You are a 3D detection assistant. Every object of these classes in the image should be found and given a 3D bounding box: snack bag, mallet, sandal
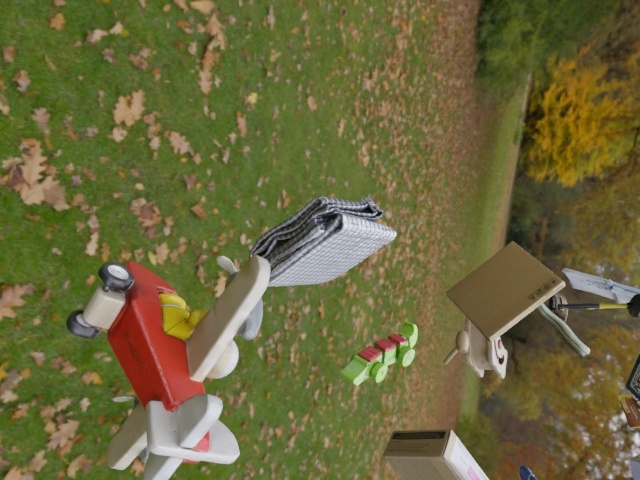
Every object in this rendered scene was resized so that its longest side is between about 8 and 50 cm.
[{"bbox_3d":[1.011,0.183,1.746,0.323,0.343,0.037,25,86,-55],"label":"snack bag"},{"bbox_3d":[0.662,0.159,1.201,0.062,0.190,0.039,49,41,-48],"label":"mallet"},{"bbox_3d":[0.688,0.201,1.496,0.086,0.302,0.120,-41,177,11],"label":"sandal"}]

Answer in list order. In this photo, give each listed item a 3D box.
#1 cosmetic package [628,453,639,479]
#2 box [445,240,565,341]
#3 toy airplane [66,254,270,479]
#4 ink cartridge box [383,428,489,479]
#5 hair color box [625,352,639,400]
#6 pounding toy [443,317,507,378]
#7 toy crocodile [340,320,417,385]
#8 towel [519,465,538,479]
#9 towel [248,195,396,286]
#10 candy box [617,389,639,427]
[{"bbox_3d":[0.762,0.588,1.125,0.060,0.099,0.239,165,-87,-69],"label":"cosmetic package"},{"bbox_3d":[0.406,0.108,1.142,0.201,0.164,0.021,-38,131,2],"label":"box"},{"bbox_3d":[-0.236,0.219,0.894,0.272,0.386,0.384,16,72,-55],"label":"toy airplane"},{"bbox_3d":[0.310,0.604,1.334,0.234,0.193,0.088,54,44,-15],"label":"ink cartridge box"},{"bbox_3d":[0.831,0.375,1.050,0.347,0.174,0.105,-107,-159,-63],"label":"hair color box"},{"bbox_3d":[0.449,0.301,1.512,0.269,0.155,0.154,48,46,-45],"label":"pounding toy"},{"bbox_3d":[0.205,0.375,1.692,0.341,0.115,0.105,-20,121,-35],"label":"toy crocodile"},{"bbox_3d":[0.582,0.684,1.141,0.243,0.040,0.336,66,-9,-14],"label":"towel"},{"bbox_3d":[0.000,0.000,1.203,0.235,0.284,0.121,5,55,-50],"label":"towel"},{"bbox_3d":[1.036,0.513,1.575,0.053,0.187,0.109,-10,77,-40],"label":"candy box"}]
